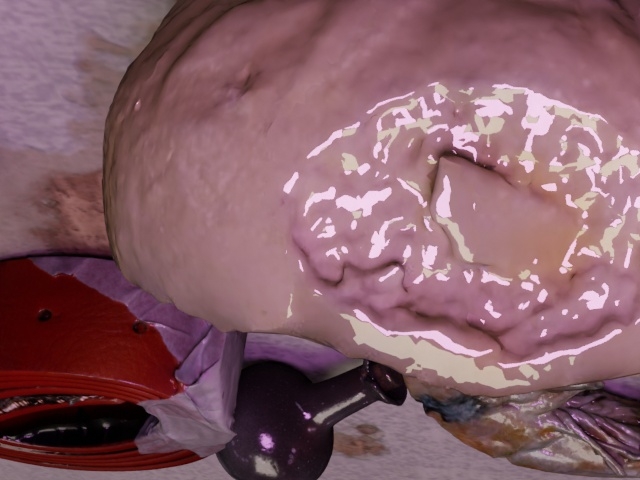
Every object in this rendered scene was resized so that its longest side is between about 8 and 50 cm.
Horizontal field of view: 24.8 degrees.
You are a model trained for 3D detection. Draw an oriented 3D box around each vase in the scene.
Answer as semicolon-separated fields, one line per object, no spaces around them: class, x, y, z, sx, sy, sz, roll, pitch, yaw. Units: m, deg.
vase;-0.007;0.148;1.271;0.183;0.120;0.120;-29;136;29

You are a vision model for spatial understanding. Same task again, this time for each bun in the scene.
bun;0.072;-0.062;0.732;0.364;0.202;0.364;5;-169;-1

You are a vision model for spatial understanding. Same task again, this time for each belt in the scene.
belt;-0.199;0.110;1.243;0.323;0.115;0.227;-7;150;29

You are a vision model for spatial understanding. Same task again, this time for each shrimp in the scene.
shrimp;0.243;0.129;1.208;0.360;0.085;0.247;18;143;-9

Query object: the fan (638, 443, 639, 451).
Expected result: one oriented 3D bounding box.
fan;0.330;0.096;1.117;0.152;0.008;0.227;-6;135;-6
